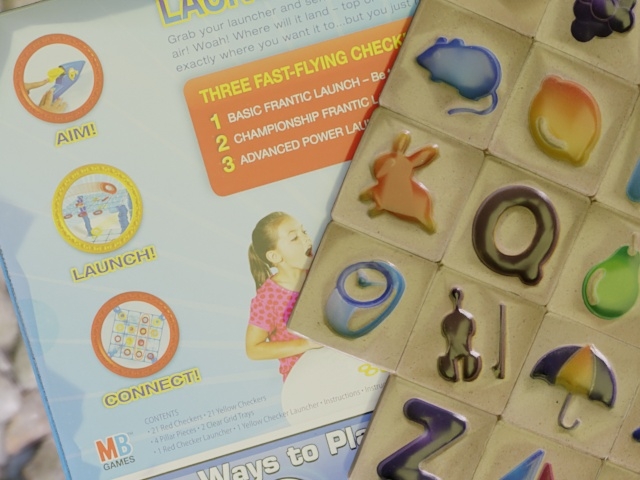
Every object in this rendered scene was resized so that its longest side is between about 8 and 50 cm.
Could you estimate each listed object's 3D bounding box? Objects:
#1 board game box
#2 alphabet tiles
[{"bbox_3d":[0.000,0.000,0.805,0.308,0.086,0.302,-16,97,-3],"label":"board game box"},{"bbox_3d":[0.155,-0.010,0.770,0.285,0.011,0.342,22,93,-8],"label":"alphabet tiles"}]
